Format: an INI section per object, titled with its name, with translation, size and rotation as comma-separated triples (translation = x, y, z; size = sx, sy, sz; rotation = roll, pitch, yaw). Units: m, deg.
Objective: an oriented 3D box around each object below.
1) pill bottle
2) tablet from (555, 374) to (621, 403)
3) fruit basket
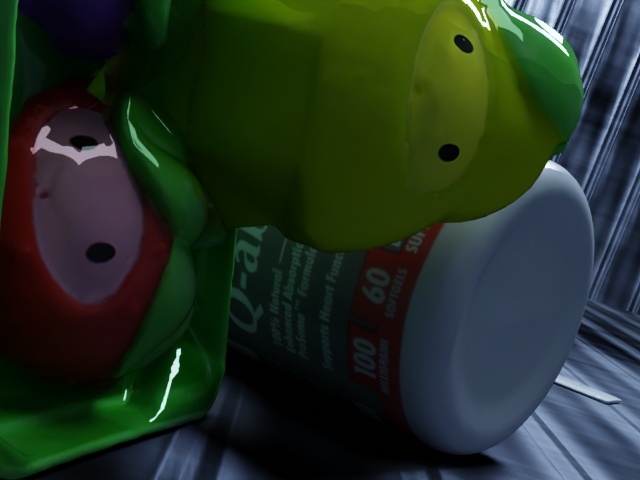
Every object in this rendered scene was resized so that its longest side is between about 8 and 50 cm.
[pill bottle]
translation = 0.000, 0.000, 0.830
size = 0.362, 0.210, 0.210
rotation = 20, 5, 37
[tablet]
translation = 0.297, 0.168, 1.249
size = 0.083, 0.006, 0.054
rotation = 21, 5, 32
[fruit basket]
translation = -0.059, -0.079, 0.550
size = 0.392, 0.392, 0.283
rotation = 19, 4, 17
